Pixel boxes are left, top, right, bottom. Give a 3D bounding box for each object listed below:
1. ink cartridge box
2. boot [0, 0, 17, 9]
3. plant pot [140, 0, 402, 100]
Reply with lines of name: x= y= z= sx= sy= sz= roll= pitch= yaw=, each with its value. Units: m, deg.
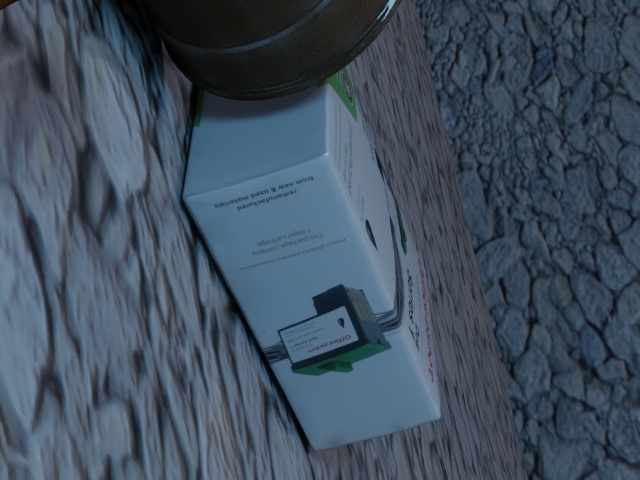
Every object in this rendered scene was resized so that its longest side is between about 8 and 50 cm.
ink cartridge box: x=0.000 y=0.000 z=0.848 sx=0.160 sy=0.093 sz=0.219 roll=-90 pitch=160 yaw=-52
boot: x=-0.093 y=-0.099 z=0.394 sx=0.197 sy=0.152 sz=0.073 roll=-84 pitch=156 yaw=-61
plant pot: x=-0.055 y=-0.184 z=0.710 sx=0.165 sy=0.167 sz=0.167 roll=41 pitch=34 yaw=-56
